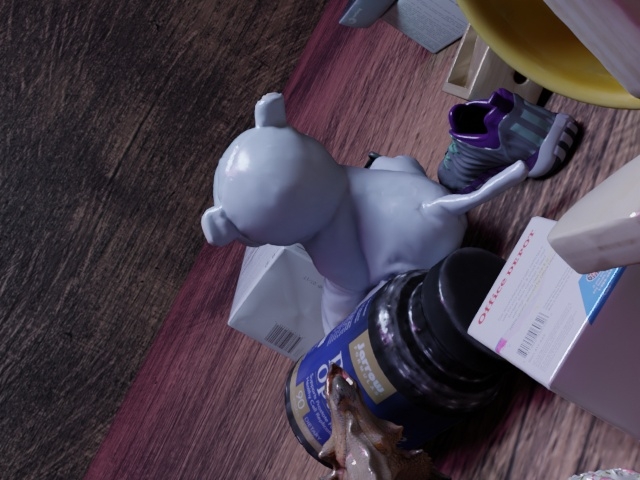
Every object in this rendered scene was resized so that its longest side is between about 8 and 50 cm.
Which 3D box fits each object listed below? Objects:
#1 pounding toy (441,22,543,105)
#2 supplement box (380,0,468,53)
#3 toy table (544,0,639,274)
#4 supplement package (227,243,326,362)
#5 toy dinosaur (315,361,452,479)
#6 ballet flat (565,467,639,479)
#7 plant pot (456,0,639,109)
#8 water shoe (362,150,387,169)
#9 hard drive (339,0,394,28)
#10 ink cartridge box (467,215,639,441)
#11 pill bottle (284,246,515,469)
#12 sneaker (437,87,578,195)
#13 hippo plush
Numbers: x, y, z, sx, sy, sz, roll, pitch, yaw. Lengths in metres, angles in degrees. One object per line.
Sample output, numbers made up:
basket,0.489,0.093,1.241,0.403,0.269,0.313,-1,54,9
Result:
pounding toy,0.213,-0.201,0.893,0.130,0.100,0.141,-113,43,-74
supplement box,0.192,-0.374,1.250,0.111,0.114,0.220,-63,12,-11
toy table,0.210,-0.067,0.329,0.161,0.252,0.274,-48,-4,-21
supplement package,-0.016,0.029,1.109,0.133,0.139,0.244,-53,14,25
toy dinosaur,0.027,0.249,0.564,0.200,0.127,0.295,-139,66,-84
ballet flat,0.150,0.152,0.391,0.091,0.077,0.241,-62,13,-5
plant pot,0.243,-0.261,0.599,0.239,0.254,0.254,-52,7,-35
water shoe,0.086,-0.055,1.036,0.072,0.080,0.203,-58,14,10
hard drive,0.126,-0.436,1.262,0.255,0.054,0.172,-44,19,49
ink cartridge box,0.164,0.050,0.519,0.092,0.090,0.143,-60,13,2
pill bottle,0.071,0.099,0.687,0.219,0.123,0.122,-47,19,46
sneaker,0.157,-0.105,0.848,0.083,0.098,0.224,-64,14,-14
hippo plush,0.000,0.000,0.821,0.294,0.237,0.234,-158,85,-75
